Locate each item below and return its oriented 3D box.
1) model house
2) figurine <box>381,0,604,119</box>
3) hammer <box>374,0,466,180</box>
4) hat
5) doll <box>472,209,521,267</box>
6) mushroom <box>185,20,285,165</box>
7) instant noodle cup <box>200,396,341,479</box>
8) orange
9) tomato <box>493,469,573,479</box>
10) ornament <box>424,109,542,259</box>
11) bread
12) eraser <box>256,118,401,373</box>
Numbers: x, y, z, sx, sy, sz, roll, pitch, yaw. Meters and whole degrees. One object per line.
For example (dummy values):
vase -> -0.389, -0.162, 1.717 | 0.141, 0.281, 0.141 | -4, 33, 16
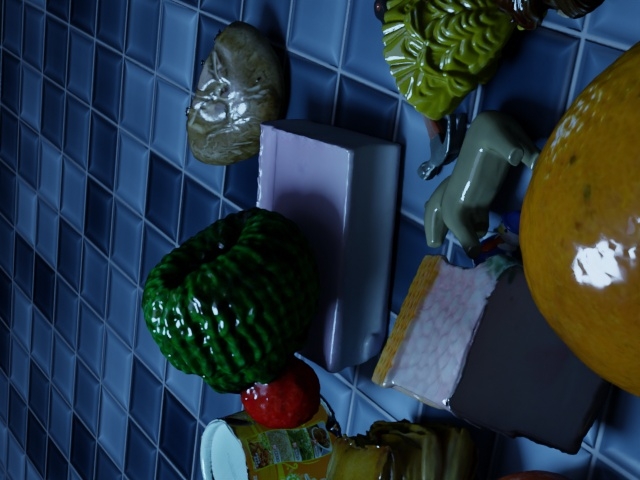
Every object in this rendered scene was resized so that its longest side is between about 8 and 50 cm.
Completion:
model house -> 0.209, 0.127, 1.388 | 0.237, 0.237, 0.202 | 14, 84, 59
figurine -> 0.241, -0.294, 1.375 | 0.315, 0.168, 0.187 | -21, 38, 46
hammer -> 0.137, -0.238, 1.614 | 0.111, 0.033, 0.287 | -46, 57, 50
hat -> -0.104, 0.140, 1.682 | 0.242, 0.274, 0.332 | 29, 148, 61
doll -> 0.245, 0.010, 1.475 | 0.143, 0.057, 0.099 | -59, 28, 36
mushroom -> -0.136, -0.236, 1.960 | 0.151, 0.156, 0.285 | 30, 125, 18
instant noodle cup -> -0.092, 0.382, 1.921 | 0.230, 0.182, 0.230 | 12, 104, 56
orange -> 0.385, -0.026, 0.953 | 0.424, 0.424, 0.326 | -31, 43, 54
tomato -> 0.259, 0.399, 1.382 | 0.232, 0.188, 0.232 | -9, 78, 53
ornament -> 0.204, -0.067, 1.485 | 0.245, 0.061, 0.230 | -107, 34, -63
bread -> 0.079, 0.395, 1.552 | 0.277, 0.167, 0.324 | 152, 139, -74
eraser -> 0.000, 0.000, 1.783 | 0.272, 0.122, 0.359 | 21, 113, 51
